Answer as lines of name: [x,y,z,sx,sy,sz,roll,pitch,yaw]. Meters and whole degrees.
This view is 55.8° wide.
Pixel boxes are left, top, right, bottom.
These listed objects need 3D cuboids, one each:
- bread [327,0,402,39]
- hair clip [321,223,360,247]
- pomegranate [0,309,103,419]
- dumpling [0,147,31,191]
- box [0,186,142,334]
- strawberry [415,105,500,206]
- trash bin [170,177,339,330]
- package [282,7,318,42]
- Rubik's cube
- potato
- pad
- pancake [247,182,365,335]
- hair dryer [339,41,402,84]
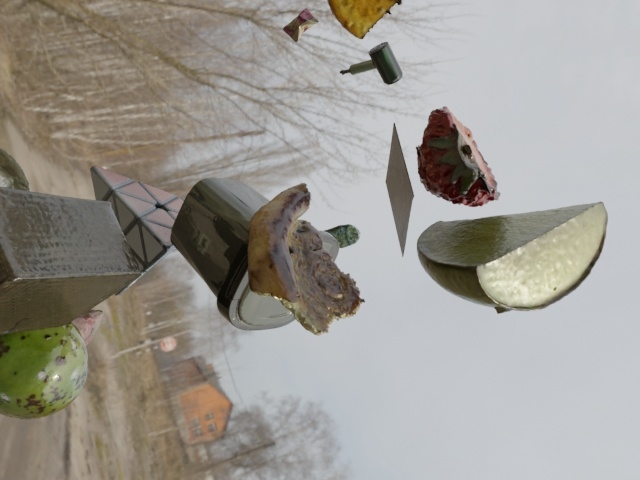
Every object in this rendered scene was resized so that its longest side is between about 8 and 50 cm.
bread: [0.104,-0.569,1.175,0.340,0.179,0.194,-36,-144,42]
hair clip: [0.000,0.002,1.620,0.229,0.036,0.066,-11,-55,30]
pomegranate: [-0.486,0.189,1.064,0.214,0.248,0.214,15,-56,24]
dumpling: [-0.563,-0.080,0.988,0.092,0.176,0.150,41,51,-58]
box: [-0.427,0.035,0.882,0.143,0.184,0.273,61,17,12]
strawberry: [0.235,-0.134,1.091,0.190,0.111,0.236,60,21,4]
trash bin: [-0.139,0.013,1.170,0.250,0.219,0.220,40,-69,28]
package: [-0.050,-0.553,1.552,0.059,0.083,0.029,50,3,19]
Rubik's cube: [-0.383,-0.023,1.359,0.229,0.233,0.228,70,21,-58]
potato: [0.276,0.024,0.976,0.255,0.269,0.112,13,-59,63]
pad: [0.240,-0.162,1.873,0.368,0.007,0.248,-95,-175,-45]
pancake: [-0.038,0.023,0.914,0.056,0.212,0.257,-46,-113,33]
hair dryer: [0.124,-0.459,1.613,0.197,0.057,0.100,5,-46,49]
